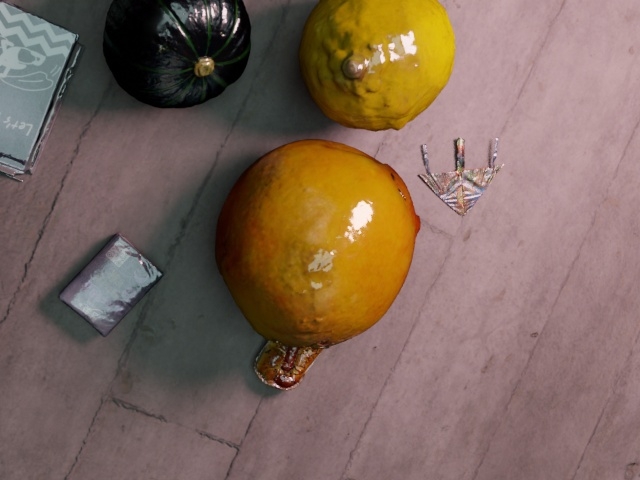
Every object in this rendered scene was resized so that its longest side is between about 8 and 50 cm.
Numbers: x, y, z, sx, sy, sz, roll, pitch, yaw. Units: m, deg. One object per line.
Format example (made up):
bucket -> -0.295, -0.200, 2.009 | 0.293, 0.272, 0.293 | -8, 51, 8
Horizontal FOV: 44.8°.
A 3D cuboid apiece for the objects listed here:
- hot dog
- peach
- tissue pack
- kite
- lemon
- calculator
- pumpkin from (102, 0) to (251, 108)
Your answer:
hot dog -> -0.045, 0.197, 1.482 | 0.108, 0.059, 0.191 | 33, 89, -12
peach -> 0.000, 0.001, 1.344 | 0.372, 0.290, 0.373 | -1, 73, 4
tissue pack -> -0.372, 0.078, 1.382 | 0.112, 0.051, 0.156 | 44, 85, -13
kite -> 0.282, -0.127, 1.555 | 0.182, 0.010, 0.160 | -7, 102, -11
lemon -> 0.097, -0.319, 1.322 | 0.285, 0.316, 0.286 | -2, 96, -16
calculator -> -0.523, -0.252, 1.315 | 0.165, 0.028, 0.274 | 23, 92, -20
pumpkin -> -0.251, -0.354, 1.293 | 0.248, 0.248, 0.248 | -2, 97, -15
